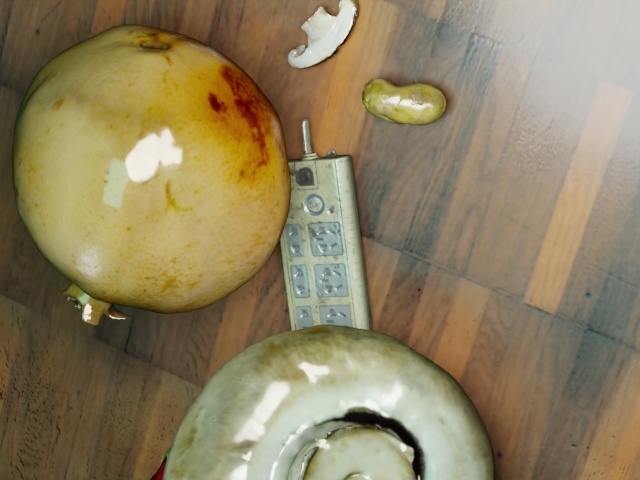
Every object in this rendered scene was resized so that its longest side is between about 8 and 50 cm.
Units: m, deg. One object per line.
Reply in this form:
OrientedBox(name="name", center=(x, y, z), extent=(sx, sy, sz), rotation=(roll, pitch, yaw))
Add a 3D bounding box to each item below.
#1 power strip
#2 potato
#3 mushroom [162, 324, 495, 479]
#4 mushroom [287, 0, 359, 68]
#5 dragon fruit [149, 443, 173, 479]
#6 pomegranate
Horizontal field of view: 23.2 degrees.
OrientedBox(name="power strip", center=(0.000, 0.000, 1.701), extent=(0.092, 0.034, 0.268), rotation=(-2, 101, 24))
OrientedBox(name="potato", center=(0.086, -0.143, 1.627), extent=(0.092, 0.046, 0.045), rotation=(8, 70, 12))
OrientedBox(name="mushroom", center=(0.011, 0.253, 1.601), extent=(0.352, 0.352, 0.260), rotation=(56, 160, 3))
OrientedBox(name="mushroom", center=(0.005, -0.219, 1.657), extent=(0.101, 0.019, 0.049), rotation=(-41, 85, 24))
OrientedBox(name="dragon fruit", center=(-0.159, 0.314, 1.797), extent=(0.137, 0.135, 0.236), rotation=(51, 133, -1))
OrientedBox(name="pomegranate", center=(-0.183, -0.060, 1.630), extent=(0.319, 0.319, 0.319), rotation=(5, 104, 22))
